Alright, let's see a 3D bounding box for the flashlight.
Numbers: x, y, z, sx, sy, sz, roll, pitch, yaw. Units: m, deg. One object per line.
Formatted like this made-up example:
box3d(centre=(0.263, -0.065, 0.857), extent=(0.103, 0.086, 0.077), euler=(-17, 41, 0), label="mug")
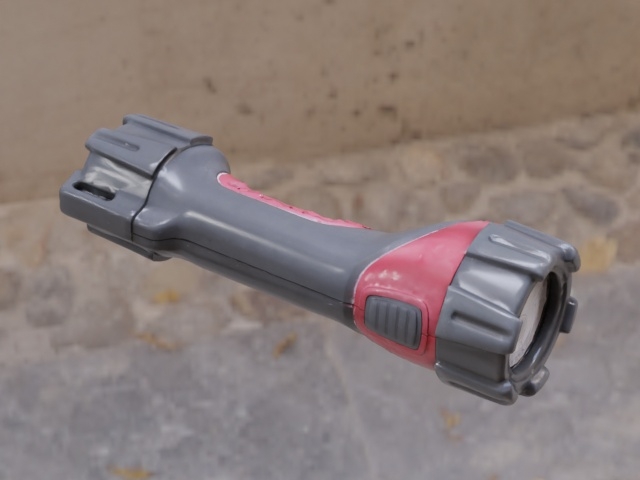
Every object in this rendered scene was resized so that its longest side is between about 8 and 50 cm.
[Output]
box3d(centre=(0.000, 0.000, 1.059), extent=(0.304, 0.103, 0.103), euler=(22, 78, 27), label="flashlight")
